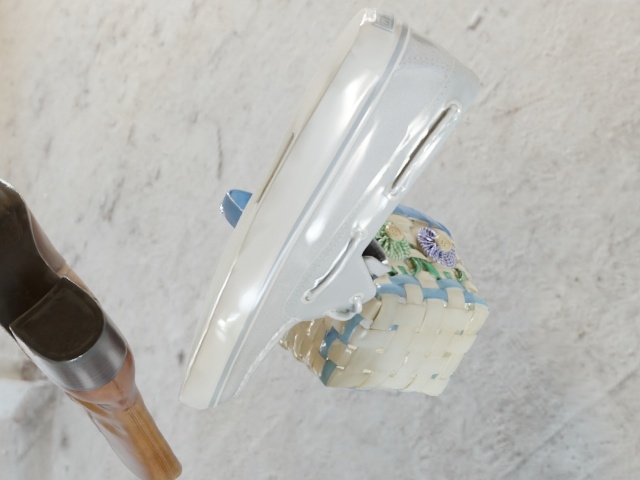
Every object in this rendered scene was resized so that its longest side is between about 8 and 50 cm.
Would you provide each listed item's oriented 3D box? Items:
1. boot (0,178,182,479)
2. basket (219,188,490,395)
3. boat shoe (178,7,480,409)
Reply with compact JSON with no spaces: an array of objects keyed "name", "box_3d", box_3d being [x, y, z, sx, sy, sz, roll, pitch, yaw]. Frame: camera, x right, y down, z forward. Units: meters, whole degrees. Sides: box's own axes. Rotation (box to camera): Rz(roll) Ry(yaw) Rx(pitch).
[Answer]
[{"name":"boot","box_3d":[-0.241,0.087,0.854,0.264,0.280,0.096,33,66,25]},{"name":"basket","box_3d":[0.041,0.040,1.053,0.289,0.255,0.201,43,116,45]},{"name":"boat shoe","box_3d":[0.000,0.000,0.365,0.184,0.063,0.066,-62,11,16]}]
